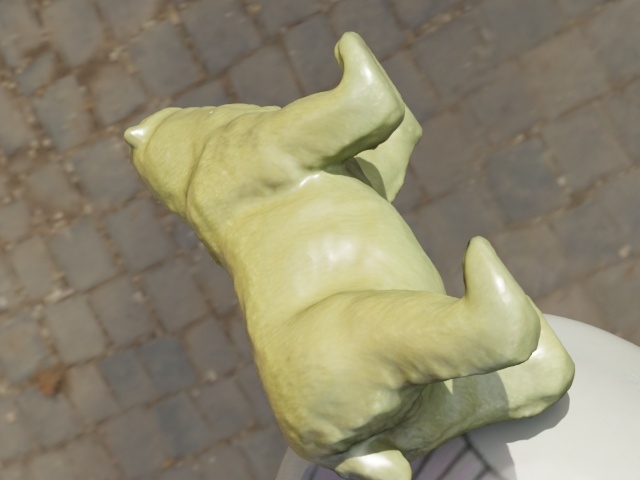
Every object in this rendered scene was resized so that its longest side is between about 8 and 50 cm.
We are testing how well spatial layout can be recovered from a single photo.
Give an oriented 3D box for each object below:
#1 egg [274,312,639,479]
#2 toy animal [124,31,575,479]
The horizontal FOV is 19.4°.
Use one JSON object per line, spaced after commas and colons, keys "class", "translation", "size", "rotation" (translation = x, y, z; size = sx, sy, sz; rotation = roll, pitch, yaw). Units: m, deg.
{"class": "egg", "translation": [0.097, 0.144, 0.673], "size": [0.271, 0.196, 0.196], "rotation": [53, 129, 37]}
{"class": "toy animal", "translation": [0.000, 0.000, 0.638], "size": [0.101, 0.103, 0.219], "rotation": [-34, 49, 6]}
